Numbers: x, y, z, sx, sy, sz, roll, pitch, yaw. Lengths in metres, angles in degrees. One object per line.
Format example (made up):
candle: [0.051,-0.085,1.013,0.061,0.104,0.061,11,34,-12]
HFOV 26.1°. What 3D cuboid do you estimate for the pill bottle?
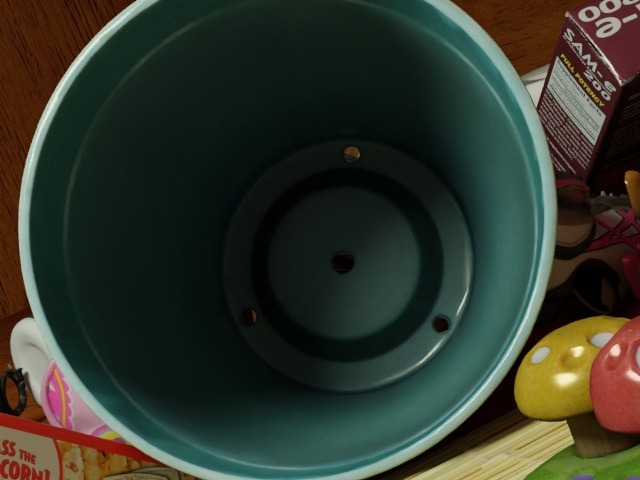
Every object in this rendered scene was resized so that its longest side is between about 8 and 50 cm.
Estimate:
pill bottle: [-0.209,0.093,1.385,0.184,0.103,0.103,-27,7,-37]

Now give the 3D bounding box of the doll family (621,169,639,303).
doll family: [0.285,-0.058,0.865,0.163,0.118,0.263,-18,7,33]

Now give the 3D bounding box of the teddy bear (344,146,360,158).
teddy bear: [0.078,-0.052,1.308,0.113,0.245,0.338,20,8,-5]

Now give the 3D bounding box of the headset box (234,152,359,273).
headset box: [-0.051,-0.026,1.107,0.218,0.110,0.293,5,12,-42]

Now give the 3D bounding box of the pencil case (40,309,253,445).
pencil case: [-0.120,0.084,1.051,0.124,0.124,0.284,-22,6,6]

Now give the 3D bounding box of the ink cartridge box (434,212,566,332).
ink cartridge box: [0.098,0.024,0.963,0.122,0.088,0.052,-19,9,32]

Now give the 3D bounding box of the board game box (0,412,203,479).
board game box: [-0.166,0.132,0.707,0.147,0.045,0.193,-18,-28,37]

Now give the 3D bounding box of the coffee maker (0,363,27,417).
coffee maker: [-0.390,0.186,1.287,0.178,0.120,0.171,-19,-16,20]

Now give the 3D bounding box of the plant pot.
plant pot: [0.000,0.000,0.806,0.272,0.271,0.255,-22,-9,6]

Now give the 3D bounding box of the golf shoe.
golf shoe: [0.175,0.011,0.905,0.067,0.086,0.186,-20,-17,33]

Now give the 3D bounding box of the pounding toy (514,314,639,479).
pounding toy: [0.127,0.061,0.453,0.237,0.110,0.183,-28,9,-41]

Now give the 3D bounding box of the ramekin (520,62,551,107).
ramekin: [0.285,-0.117,1.296,0.277,0.135,0.277,-23,6,2]

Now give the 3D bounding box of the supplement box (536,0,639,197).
supplement box: [0.224,-0.088,1.012,0.130,0.073,0.239,-24,-27,-18]

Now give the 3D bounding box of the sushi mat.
sushi mat: [0.088,0.104,0.639,0.317,0.019,0.151,-24,6,-18]
